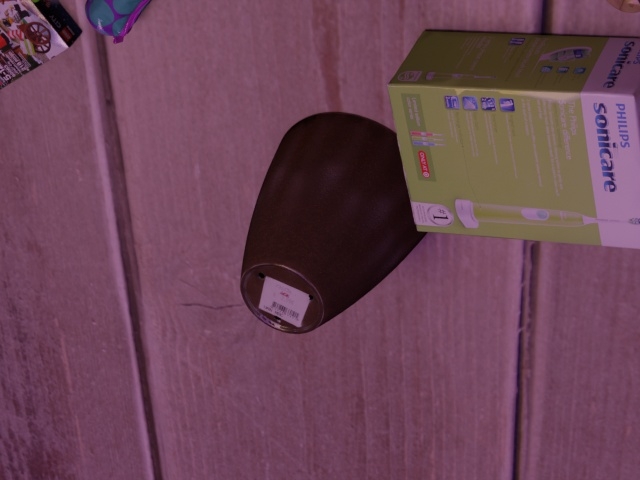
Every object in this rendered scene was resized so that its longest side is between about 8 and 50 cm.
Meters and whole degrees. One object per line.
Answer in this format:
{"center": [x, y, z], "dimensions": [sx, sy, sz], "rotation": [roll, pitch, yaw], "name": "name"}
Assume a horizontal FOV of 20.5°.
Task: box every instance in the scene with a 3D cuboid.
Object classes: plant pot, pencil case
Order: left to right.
{"center": [-0.218, -0.302, 2.099], "dimensions": [0.152, 0.064, 0.070], "rotation": [-38, 79, 45], "name": "pencil case"}
{"center": [0.000, 0.000, 2.123], "dimensions": [0.215, 0.230, 0.215], "rotation": [15, 134, 17], "name": "plant pot"}

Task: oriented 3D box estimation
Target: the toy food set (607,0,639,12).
{"center": [0.350, -0.259, 1.853], "dimensions": [0.122, 0.019, 0.078], "rotation": [38, 136, 6], "name": "toy food set"}

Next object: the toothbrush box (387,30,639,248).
{"center": [0.238, -0.113, 1.968], "dimensions": [0.283, 0.122, 0.206], "rotation": [5, 129, 27], "name": "toothbrush box"}

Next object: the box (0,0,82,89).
{"center": [-0.431, -0.308, 2.216], "dimensions": [0.159, 0.044, 0.233], "rotation": [-26, 112, 33], "name": "box"}

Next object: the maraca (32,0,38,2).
{"center": [-0.360, -0.363, 2.101], "dimensions": [0.186, 0.099, 0.127], "rotation": [41, 118, -16], "name": "maraca"}
